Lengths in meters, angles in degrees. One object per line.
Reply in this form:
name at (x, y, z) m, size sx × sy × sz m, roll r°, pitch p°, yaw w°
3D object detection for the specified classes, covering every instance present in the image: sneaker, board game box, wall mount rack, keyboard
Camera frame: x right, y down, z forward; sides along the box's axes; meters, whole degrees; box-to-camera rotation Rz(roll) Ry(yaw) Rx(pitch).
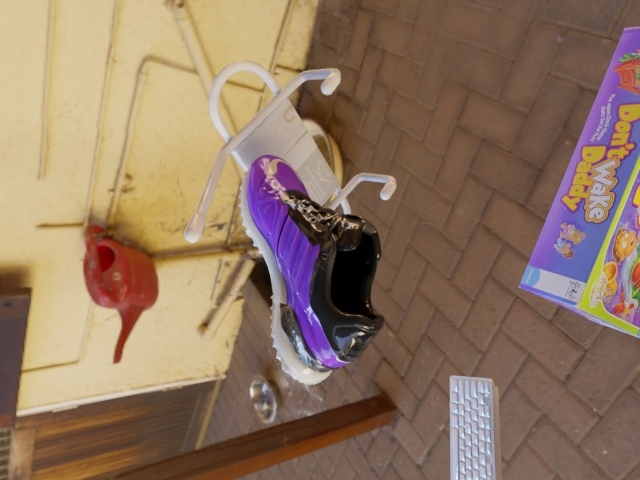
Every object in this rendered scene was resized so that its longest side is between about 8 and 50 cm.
sneaker at (0.001, 0.000, 0.563) m, size 0.146 × 0.102 × 0.293 m, roll -38°, pitch 58°, yaw 35°
board game box at (0.416, -0.061, 0.643) m, size 0.078 × 0.233 × 0.347 m, roll 23°, pitch 92°, yaw 52°
wall mount rack at (-0.043, -0.059, 0.673) m, size 0.130 × 0.350 × 0.304 m, roll 19°, pitch 63°, yaw 47°
keyboard at (0.147, 0.264, 0.466) m, size 0.072 × 0.014 × 0.256 m, roll 154°, pitch 122°, yaw -63°
